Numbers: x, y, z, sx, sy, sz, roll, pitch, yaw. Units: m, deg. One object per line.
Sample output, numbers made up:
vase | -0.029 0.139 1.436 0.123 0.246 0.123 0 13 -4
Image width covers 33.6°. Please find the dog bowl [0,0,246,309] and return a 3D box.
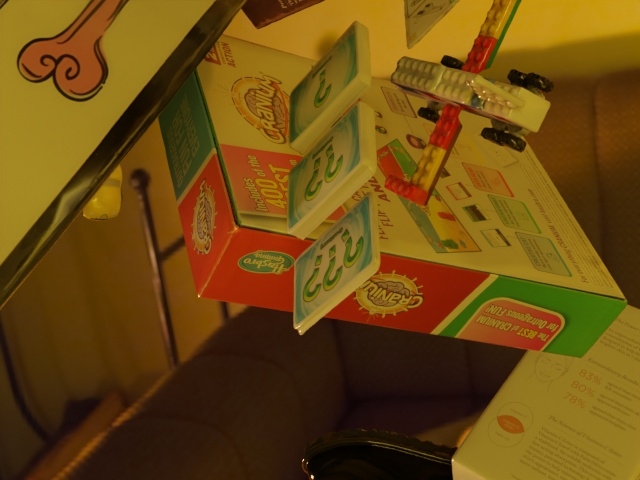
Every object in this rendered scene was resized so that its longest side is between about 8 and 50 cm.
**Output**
dog bowl | -0.225 -0.072 0.723 0.408 0.150 0.408 -47 13 15

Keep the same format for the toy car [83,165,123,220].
toy car | -0.297 -0.170 1.438 0.225 0.239 0.053 -42 2 -35

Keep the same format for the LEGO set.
LEGO set | 0.038 -0.086 0.542 0.060 0.182 0.244 22 -42 -27

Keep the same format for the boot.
boot | 0.122 0.432 1.600 0.348 0.131 0.260 5 45 11

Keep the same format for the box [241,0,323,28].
box | -0.027 -0.399 1.316 0.203 0.168 0.167 -9 38 47

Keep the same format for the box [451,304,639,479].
box | 0.368 0.266 1.494 0.215 0.168 0.345 27 62 28

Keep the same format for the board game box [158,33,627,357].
board game box | 0.045 -0.038 0.794 0.317 0.064 0.242 11 37 -26
